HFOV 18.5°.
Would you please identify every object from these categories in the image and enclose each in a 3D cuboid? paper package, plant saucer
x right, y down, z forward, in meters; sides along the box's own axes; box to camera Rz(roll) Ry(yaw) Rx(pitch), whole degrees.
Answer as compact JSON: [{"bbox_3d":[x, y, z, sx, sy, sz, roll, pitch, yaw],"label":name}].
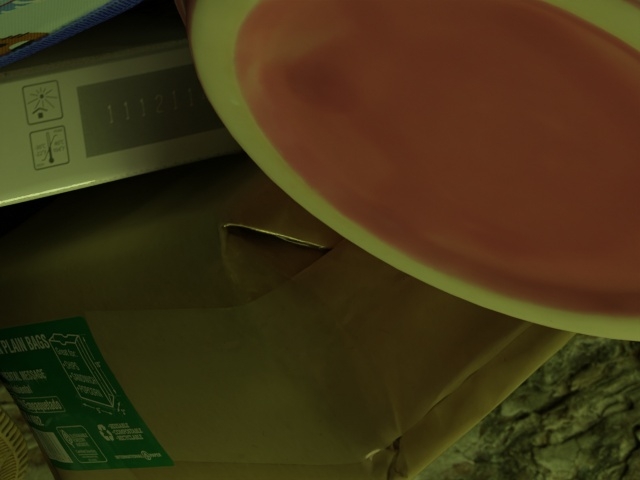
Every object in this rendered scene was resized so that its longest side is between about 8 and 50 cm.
[{"bbox_3d":[0.000,0.000,1.068,0.309,0.168,0.325,-37,-166,-33],"label":"paper package"},{"bbox_3d":[0.080,-0.062,0.734,0.332,0.332,0.084,-29,-149,61],"label":"plant saucer"}]

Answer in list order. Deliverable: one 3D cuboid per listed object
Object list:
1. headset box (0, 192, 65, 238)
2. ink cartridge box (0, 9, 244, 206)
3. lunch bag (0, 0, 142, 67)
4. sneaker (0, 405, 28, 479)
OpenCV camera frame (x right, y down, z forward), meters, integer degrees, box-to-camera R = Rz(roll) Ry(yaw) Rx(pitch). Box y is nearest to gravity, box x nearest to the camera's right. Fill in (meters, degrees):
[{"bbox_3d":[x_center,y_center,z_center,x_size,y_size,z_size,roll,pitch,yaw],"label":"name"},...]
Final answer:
[{"bbox_3d":[-0.202,0.004,1.308,0.218,0.110,0.293,-13,173,-41],"label":"headset box"},{"bbox_3d":[-0.224,-0.058,0.956,0.296,0.066,0.261,-14,-164,-28],"label":"ink cartridge box"},{"bbox_3d":[-0.168,-0.091,0.619,0.303,0.115,0.243,-20,176,24],"label":"lunch bag"},{"bbox_3d":[-0.247,0.050,1.031,0.099,0.153,0.282,-45,157,-25],"label":"sneaker"}]
